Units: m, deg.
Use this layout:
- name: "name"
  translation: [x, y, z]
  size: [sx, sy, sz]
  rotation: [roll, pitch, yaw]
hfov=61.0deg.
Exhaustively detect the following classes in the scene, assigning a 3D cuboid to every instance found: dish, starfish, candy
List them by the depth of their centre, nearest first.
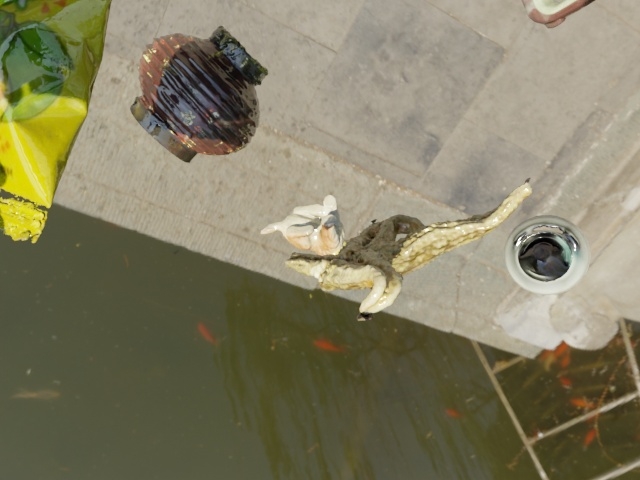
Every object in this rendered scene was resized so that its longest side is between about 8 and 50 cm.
- name: "candy"
  translation: [-0.298, -0.161, 0.527]
  size: [0.187, 0.081, 0.297]
  rotation: [19, 94, 18]
- name: "starfish"
  translation: [0.111, 0.011, 0.762]
  size: [0.324, 0.432, 0.082]
  rotation: [-20, 93, -18]
- name: "dish"
  translation: [0.377, 0.027, 0.914]
  size: [0.141, 0.078, 0.141]
  rotation: [1, 93, 25]

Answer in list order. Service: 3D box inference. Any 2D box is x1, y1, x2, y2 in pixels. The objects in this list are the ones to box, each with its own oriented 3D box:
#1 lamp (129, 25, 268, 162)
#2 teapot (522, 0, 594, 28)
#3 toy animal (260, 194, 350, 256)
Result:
- name: "lamp"
  translation: [-0.209, -0.262, 0.966]
  size: [0.247, 0.247, 0.247]
  rotation: [-5, 123, -8]
- name: "teapot"
  translation: [0.427, -0.568, 0.971]
  size: [0.233, 0.312, 0.314]
  rotation: [-21, 82, -23]
- name: "toy animal"
  translation: [-0.009, 0.012, 1.173]
  size: [0.184, 0.104, 0.185]
  rotation: [-13, 138, 25]
